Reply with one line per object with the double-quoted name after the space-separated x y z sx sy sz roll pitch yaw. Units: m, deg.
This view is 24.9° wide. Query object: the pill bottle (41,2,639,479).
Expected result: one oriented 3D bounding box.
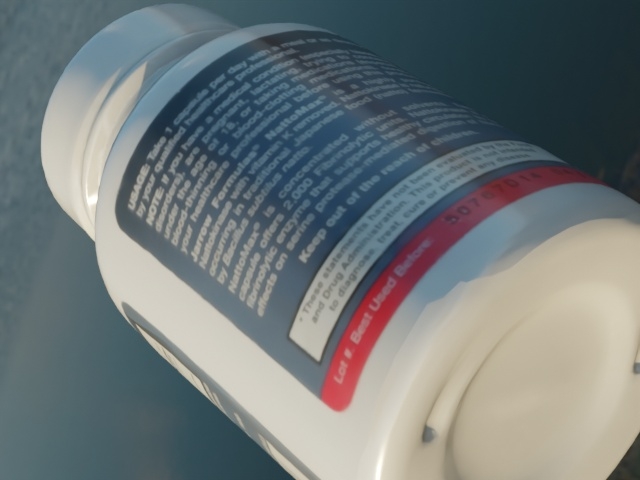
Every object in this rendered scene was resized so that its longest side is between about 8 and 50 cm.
0.000 0.000 0.407 0.180 0.108 0.108 36 113 41 "pill bottle"
